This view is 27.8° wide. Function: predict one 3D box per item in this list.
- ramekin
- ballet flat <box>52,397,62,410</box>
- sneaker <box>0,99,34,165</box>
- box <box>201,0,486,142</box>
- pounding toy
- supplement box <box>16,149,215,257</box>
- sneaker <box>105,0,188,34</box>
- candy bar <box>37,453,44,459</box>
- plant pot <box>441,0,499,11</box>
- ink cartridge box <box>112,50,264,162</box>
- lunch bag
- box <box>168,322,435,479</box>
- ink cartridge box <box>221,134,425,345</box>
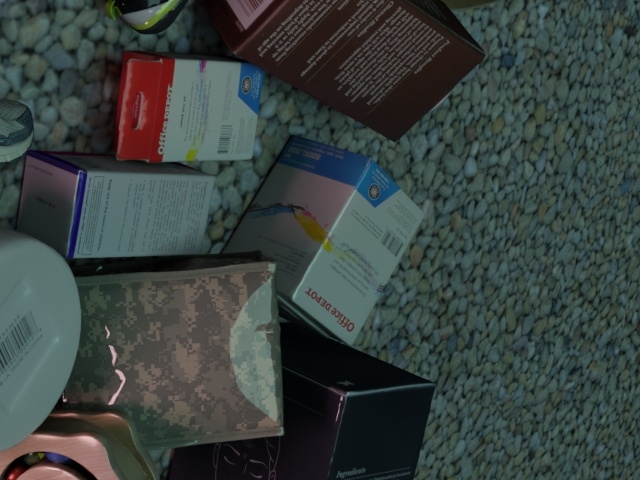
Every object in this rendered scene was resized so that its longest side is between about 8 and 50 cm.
[{"bbox_3d":[-0.394,0.108,1.459,0.277,0.135,0.277,-39,135,-54],"label":"ramekin"},{"bbox_3d":[-0.353,0.219,1.660,0.070,0.070,0.188,-57,138,-14],"label":"ballet flat"},{"bbox_3d":[-0.408,-0.146,1.383,0.283,0.110,0.122,-13,120,-58],"label":"sneaker"},{"bbox_3d":[0.039,-0.294,1.769,0.191,0.143,0.381,-43,143,18],"label":"box"},{"bbox_3d":[-0.345,0.297,1.541,0.155,0.270,0.154,-42,128,-65],"label":"pounding toy"},{"bbox_3d":[-0.254,-0.046,1.622,0.220,0.111,0.113,-2,107,-47],"label":"supplement box"},{"bbox_3d":[-0.184,-0.363,1.590,0.097,0.084,0.234,37,77,-46],"label":"sneaker"},{"bbox_3d":[-0.417,0.290,1.653,0.161,0.018,0.040,-8,108,-46],"label":"candy bar"},{"bbox_3d":[0.194,-0.485,1.852,0.284,0.284,0.190,23,53,-50],"label":"plant pot"},{"bbox_3d":[-0.186,-0.174,1.670,0.231,0.078,0.134,-5,108,-47],"label":"ink cartridge box"},{"bbox_3d":[-0.201,0.142,1.660,0.287,0.169,0.235,-4,96,-13],"label":"lunch bag"},{"bbox_3d":[-0.046,0.348,1.875,0.212,0.294,0.395,1,105,-49],"label":"box"},{"bbox_3d":[0.000,0.000,1.877,0.171,0.168,0.232,43,73,-47],"label":"ink cartridge box"}]
